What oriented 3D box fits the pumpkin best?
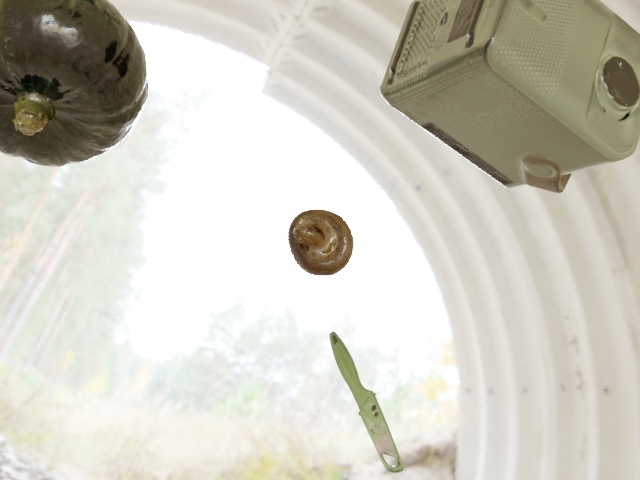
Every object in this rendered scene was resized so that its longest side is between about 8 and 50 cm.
[{"bbox_3d":[-0.281,-0.167,0.956,0.211,0.152,0.212,-10,-38,-8],"label":"pumpkin"}]

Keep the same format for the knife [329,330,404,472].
[{"bbox_3d":[0.050,0.179,1.069,0.014,0.030,0.207,33,23,-45],"label":"knife"}]

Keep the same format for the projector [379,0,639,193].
[{"bbox_3d":[0.211,-0.165,0.957,0.242,0.163,0.177,32,-22,-25],"label":"projector"}]

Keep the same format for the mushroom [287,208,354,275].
[{"bbox_3d":[-0.002,0.003,1.628,0.109,0.126,0.085,-4,-22,-24],"label":"mushroom"}]
